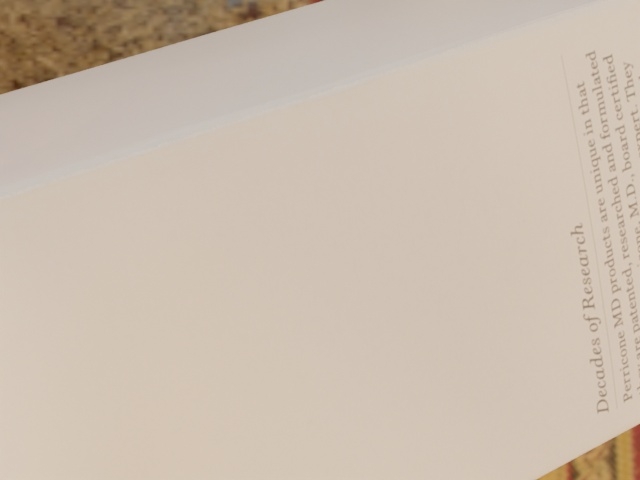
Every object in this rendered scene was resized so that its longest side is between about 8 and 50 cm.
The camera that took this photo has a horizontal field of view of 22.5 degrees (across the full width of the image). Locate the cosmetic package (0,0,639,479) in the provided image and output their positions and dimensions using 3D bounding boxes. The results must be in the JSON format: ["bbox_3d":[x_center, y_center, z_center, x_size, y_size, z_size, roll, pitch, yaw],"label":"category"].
[{"bbox_3d":[0.000,0.000,0.566,0.197,0.366,0.155,10,117,55],"label":"cosmetic package"}]
